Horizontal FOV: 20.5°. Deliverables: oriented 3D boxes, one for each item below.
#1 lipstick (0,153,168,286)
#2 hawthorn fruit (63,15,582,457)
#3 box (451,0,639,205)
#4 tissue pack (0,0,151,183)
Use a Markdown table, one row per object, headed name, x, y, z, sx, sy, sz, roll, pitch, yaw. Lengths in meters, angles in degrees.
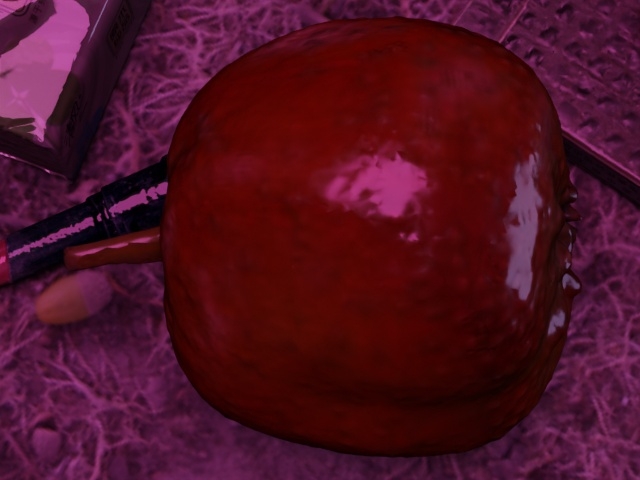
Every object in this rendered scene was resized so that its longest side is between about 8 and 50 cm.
| name | x | y | z | sx | sy | sz | roll | pitch | yaw |
| --- | --- | --- | --- | --- | --- | --- | --- | --- | --- |
| lipstick | -0.148 | -0.016 | 1.252 | 0.234 | 0.053 | 0.053 | -24 | 76 | 0 |
| hawthorn fruit | 0.000 | 0.000 | 1.122 | 0.330 | 0.287 | 0.287 | -4 | 75 | 6 |
| box | 0.260 | -0.110 | 1.261 | 0.325 | 0.047 | 0.180 | 34 | 78 | 9 |
| tissue pack | -0.210 | -0.185 | 1.241 | 0.159 | 0.145 | 0.229 | 21 | 77 | 6 |
